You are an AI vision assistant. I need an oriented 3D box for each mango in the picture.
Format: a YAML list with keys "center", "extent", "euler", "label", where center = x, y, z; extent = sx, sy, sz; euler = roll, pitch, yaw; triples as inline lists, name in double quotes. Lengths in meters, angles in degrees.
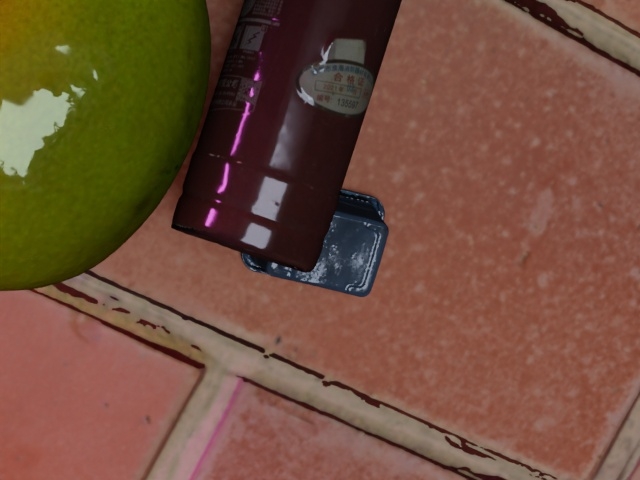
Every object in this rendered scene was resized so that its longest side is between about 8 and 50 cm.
- center: [-0.168, -0.086, 1.092]
  extent: [0.185, 0.149, 0.273]
  euler: [43, 86, -19]
  label: "mango"

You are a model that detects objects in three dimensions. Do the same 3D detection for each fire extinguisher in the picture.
- center: [0.003, -0.156, 1.109]
  extent: [0.102, 0.138, 0.344]
  euler: [18, 88, -7]
  label: "fire extinguisher"

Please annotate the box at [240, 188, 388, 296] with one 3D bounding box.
- center: [0.000, 0.000, 1.207]
  extent: [0.099, 0.054, 0.074]
  euler: [13, 99, -17]
  label: "box"
